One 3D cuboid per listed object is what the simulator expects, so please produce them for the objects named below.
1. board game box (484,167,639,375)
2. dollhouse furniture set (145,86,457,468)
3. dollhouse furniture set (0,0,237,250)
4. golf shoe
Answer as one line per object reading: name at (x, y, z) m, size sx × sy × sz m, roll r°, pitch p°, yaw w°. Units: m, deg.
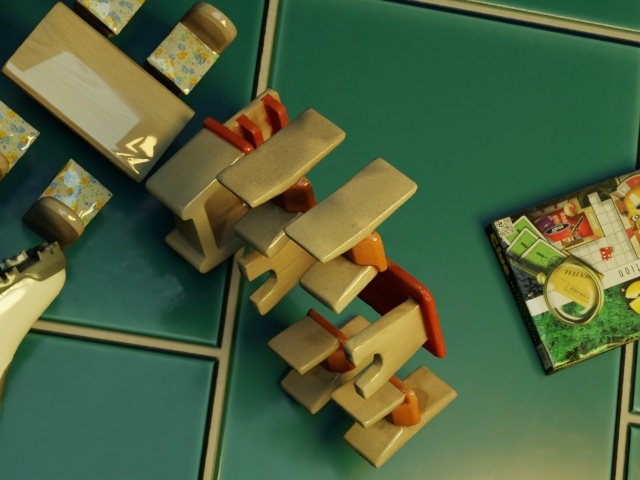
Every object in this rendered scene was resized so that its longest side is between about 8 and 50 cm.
board game box at (0.280, 0.006, 1.661) m, size 0.259 × 0.030 × 0.136 m, roll -20°, pitch 82°, yaw -15°
dollhouse furniture set at (0.000, 0.000, 1.508) m, size 0.135 × 0.262 × 0.259 m, roll -39°, pitch 54°, yaw -19°
dollhouse furniture set at (-0.206, -0.153, 1.528) m, size 0.242 × 0.161 × 0.212 m, roll 40°, pitch 72°, yaw -8°
golf shoe at (-0.279, 0.117, 1.506) m, size 0.273 × 0.105 × 0.120 m, roll -46°, pitch 103°, yaw -12°
